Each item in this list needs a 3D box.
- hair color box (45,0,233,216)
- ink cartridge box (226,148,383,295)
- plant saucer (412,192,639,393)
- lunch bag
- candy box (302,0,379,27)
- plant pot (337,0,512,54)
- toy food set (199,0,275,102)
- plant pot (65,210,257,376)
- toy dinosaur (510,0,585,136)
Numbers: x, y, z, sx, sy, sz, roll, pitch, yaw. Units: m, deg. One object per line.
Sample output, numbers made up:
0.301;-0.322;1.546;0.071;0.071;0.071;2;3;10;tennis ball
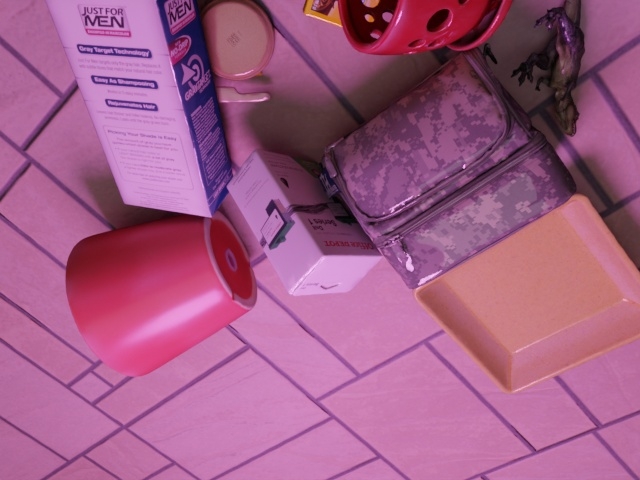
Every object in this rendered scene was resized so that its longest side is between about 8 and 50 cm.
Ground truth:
-0.253;-0.209;0.798;0.174;0.105;0.347;9;134;14;hair color box
-0.024;-0.028;0.833;0.092;0.160;0.219;-48;62;27;ink cartridge box
0.395;0.100;0.965;0.333;0.081;0.332;-35;110;25;plant saucer
0.180;-0.110;0.800;0.305;0.212;0.256;-33;96;24;lunch bag
0.057;-0.400;0.724;0.105;0.027;0.205;12;123;-17;candy box
0.134;-0.333;0.657;0.174;0.191;0.191;-9;124;-21;plant pot
-0.137;-0.313;0.813;0.133;0.038;0.191;1;116;-1;toy food set
-0.264;0.077;0.949;0.243;0.275;0.274;-22;116;9;plant pot
0.338;-0.278;0.739;0.118;0.064;0.268;-18;122;-29;toy dinosaur
